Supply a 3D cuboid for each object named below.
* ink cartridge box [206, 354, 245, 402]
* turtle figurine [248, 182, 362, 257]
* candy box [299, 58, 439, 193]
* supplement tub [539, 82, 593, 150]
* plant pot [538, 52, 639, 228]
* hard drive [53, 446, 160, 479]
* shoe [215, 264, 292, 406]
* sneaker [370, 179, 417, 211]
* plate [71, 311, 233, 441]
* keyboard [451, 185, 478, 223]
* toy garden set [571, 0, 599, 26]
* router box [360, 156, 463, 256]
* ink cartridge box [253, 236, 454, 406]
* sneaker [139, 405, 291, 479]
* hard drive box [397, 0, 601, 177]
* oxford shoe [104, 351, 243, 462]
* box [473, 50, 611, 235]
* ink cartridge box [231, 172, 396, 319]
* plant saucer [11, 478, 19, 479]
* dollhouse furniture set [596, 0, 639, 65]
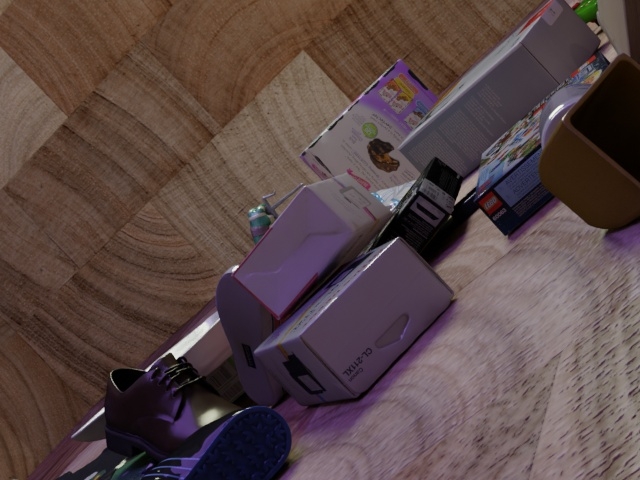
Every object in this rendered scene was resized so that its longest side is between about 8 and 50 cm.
[{"bbox_3d":[-0.128,0.174,1.734,0.171,0.056,0.235,-41,2,20],"label":"ink cartridge box"},{"bbox_3d":[-0.023,0.024,1.680,0.118,0.175,0.234,-65,5,-25],"label":"turtle figurine"},{"bbox_3d":[0.096,-0.133,1.917,0.196,0.165,0.070,-44,4,-12],"label":"candy box"},{"bbox_3d":[0.207,-0.084,1.040,0.071,0.071,0.107,-42,5,16],"label":"supplement tub"},{"bbox_3d":[0.192,-0.056,0.878,0.081,0.081,0.083,-46,-5,-30],"label":"plant pot"},{"bbox_3d":[-0.231,0.282,1.344,0.237,0.064,0.339,-33,5,9],"label":"hard drive"},{"bbox_3d":[-0.051,0.081,1.354,0.063,0.178,0.081,18,45,33],"label":"shoe"},{"bbox_3d":[0.112,-0.042,1.629,0.083,0.071,0.190,-34,10,-4],"label":"sneaker"},{"bbox_3d":[-0.140,0.129,1.566,0.278,0.045,0.277,-41,3,-42],"label":"plate"},{"bbox_3d":[0.206,-0.097,1.411,0.192,0.038,0.100,-44,4,11],"label":"keyboard"},{"bbox_3d":[0.445,-0.376,1.891,0.244,0.049,0.204,-45,6,-11],"label":"toy garden set"},{"bbox_3d":[0.093,-0.012,1.438,0.133,0.046,0.179,-53,1,19],"label":"router box"},{"bbox_3d":[0.026,0.074,1.161,0.127,0.072,0.175,-44,3,-18],"label":"ink cartridge box"},{"bbox_3d":[-0.121,0.223,1.073,0.232,0.081,0.090,-38,-1,-20],"label":"sneaker"},{"bbox_3d":[0.232,-0.187,1.710,0.232,0.089,0.181,-40,6,36],"label":"hard drive box"},{"bbox_3d":[-0.131,0.157,1.245,0.227,0.096,0.083,2,12,41],"label":"oxford shoe"},{"bbox_3d":[0.218,-0.096,1.231,0.159,0.044,0.233,-43,4,15],"label":"box"},{"bbox_3d":[0.000,0.000,1.299,0.115,0.067,0.198,-50,-8,15],"label":"ink cartridge box"},{"bbox_3d":[-0.348,0.371,1.506,0.195,0.037,0.195,8,-90,-84],"label":"plant saucer"},{"bbox_3d":[0.397,-0.265,1.114,0.303,0.198,0.286,-13,32,4],"label":"dollhouse furniture set"}]
